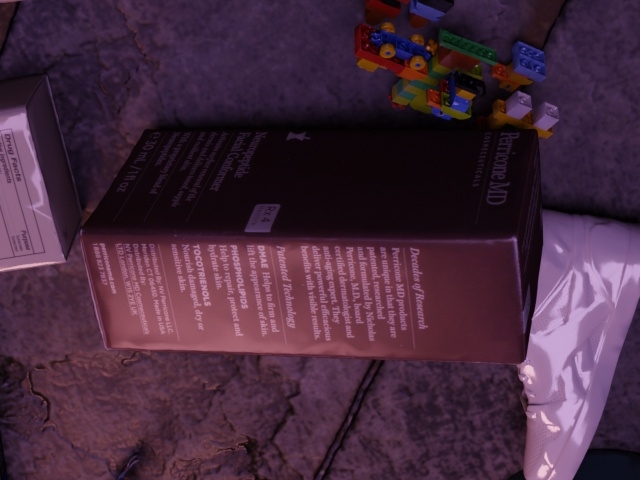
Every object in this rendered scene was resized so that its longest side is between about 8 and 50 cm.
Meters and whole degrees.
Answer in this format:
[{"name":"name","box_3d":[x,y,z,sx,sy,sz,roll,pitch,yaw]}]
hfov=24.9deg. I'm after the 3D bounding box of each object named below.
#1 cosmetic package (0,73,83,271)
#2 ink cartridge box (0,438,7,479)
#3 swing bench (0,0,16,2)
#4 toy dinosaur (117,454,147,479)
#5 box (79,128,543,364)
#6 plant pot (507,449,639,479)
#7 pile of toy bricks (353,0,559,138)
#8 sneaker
[{"name":"cosmetic package","box_3d":[-0.397,-0.046,1.366,0.309,0.113,0.160,-8,114,3]},{"name":"ink cartridge box","box_3d":[-0.358,0.255,1.506,0.046,0.097,0.207,-2,114,2]},{"name":"swing bench","box_3d":[-0.188,-0.279,1.185,0.253,0.254,0.165,-3,114,2]},{"name":"toy dinosaur","box_3d":[-0.205,0.276,1.528,0.047,0.090,0.082,37,153,-4]},{"name":"box","box_3d":[0.000,0.000,1.293,0.381,0.191,0.143,2,123,12]},{"name":"plant pot","box_3d":[0.293,0.397,1.476,0.293,0.235,0.293,1,109,3]},{"name":"pile of toy bricks","box_3d":[0.106,-0.150,1.336,0.212,0.118,0.105,19,142,-25]},{"name":"sneaker","box_3d":[0.206,0.104,1.438,0.169,0.108,0.292,13,103,-4]}]
